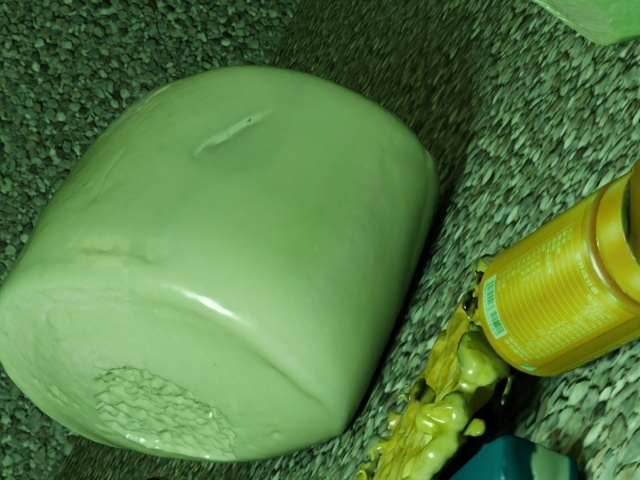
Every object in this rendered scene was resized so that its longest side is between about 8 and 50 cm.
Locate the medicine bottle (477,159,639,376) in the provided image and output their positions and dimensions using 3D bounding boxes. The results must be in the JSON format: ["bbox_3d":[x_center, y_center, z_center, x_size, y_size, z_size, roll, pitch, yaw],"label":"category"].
[{"bbox_3d":[0.182,0.020,1.123,0.096,0.096,0.192,-65,11,-27],"label":"medicine bottle"}]

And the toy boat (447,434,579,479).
[{"bbox_3d":[0.064,0.241,1.168,0.299,0.061,0.096,-53,13,32],"label":"toy boat"}]

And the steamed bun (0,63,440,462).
[{"bbox_3d":[-0.122,0.006,1.782,0.455,0.290,0.371,-10,45,42],"label":"steamed bun"}]

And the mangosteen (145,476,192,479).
[{"bbox_3d":[-0.161,0.301,1.829,0.140,0.140,0.140,-56,11,18],"label":"mangosteen"}]

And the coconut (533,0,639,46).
[{"bbox_3d":[0.233,-0.293,1.250,0.281,0.328,0.328,-35,-4,-33],"label":"coconut"}]

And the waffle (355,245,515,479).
[{"bbox_3d":[0.090,0.116,1.307,0.262,0.060,0.280,-63,-1,-13],"label":"waffle"}]
